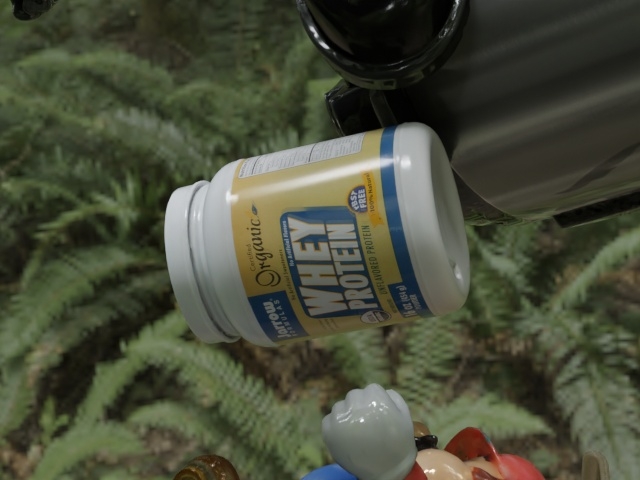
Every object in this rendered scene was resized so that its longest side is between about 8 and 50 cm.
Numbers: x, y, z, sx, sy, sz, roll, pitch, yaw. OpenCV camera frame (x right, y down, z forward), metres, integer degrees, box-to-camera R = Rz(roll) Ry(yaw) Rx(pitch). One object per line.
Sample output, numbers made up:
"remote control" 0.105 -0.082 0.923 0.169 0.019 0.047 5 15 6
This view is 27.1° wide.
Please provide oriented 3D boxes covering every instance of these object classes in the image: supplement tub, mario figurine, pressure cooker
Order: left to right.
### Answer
"supplement tub" 0.000 0.000 0.986 0.199 0.144 0.144 -12 13 15
"mario figurine" 0.021 0.177 0.924 0.320 0.170 0.198 4 -2 -37
"pressure cooker" 0.208 -0.209 1.163 0.420 0.375 0.370 -17 -23 37

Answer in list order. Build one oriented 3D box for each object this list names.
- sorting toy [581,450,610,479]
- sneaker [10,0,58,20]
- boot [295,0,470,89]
"sorting toy" 0.291 0.346 1.326 0.038 0.193 0.208 -4 40 3
"sneaker" -0.289 -0.263 1.147 0.072 0.178 0.077 -17 37 55
"boot" 0.003 -0.299 0.908 0.131 0.348 0.260 -13 -18 13
